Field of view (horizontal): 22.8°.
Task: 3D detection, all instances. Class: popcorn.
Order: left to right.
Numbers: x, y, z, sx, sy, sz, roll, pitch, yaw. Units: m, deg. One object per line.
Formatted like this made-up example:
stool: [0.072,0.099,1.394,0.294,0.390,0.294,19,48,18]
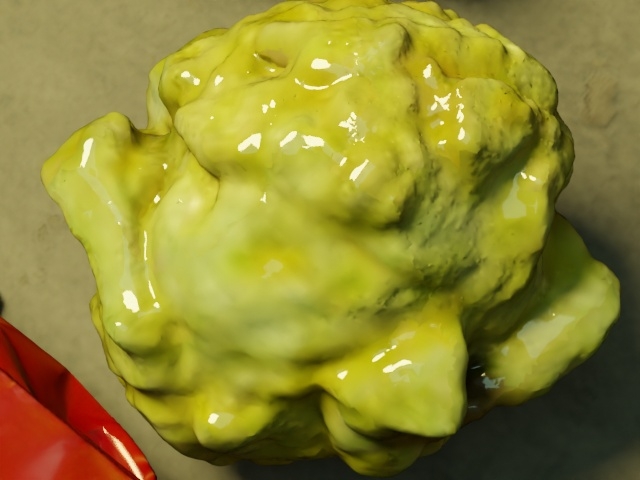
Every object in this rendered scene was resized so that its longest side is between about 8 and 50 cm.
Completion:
popcorn: [0.000,0.000,0.735,0.255,0.195,0.256,31,117,-16]

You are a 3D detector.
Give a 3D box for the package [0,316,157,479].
package: [-0.229,0.088,0.726,0.423,0.123,0.196,43,90,-7]
